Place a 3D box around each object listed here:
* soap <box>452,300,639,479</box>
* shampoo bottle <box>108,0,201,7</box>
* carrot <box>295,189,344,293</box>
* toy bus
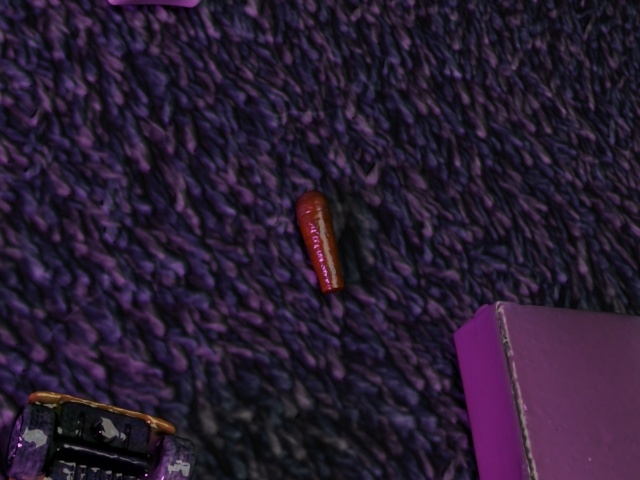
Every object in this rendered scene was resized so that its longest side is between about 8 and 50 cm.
[{"bbox_3d":[0.223,0.187,1.097,0.181,0.081,0.259,6,61,-29],"label":"soap"},{"bbox_3d":[-0.147,-0.244,1.140,0.099,0.043,0.072,-4,67,-33],"label":"shampoo bottle"},{"bbox_3d":[0.000,0.000,1.102,0.032,0.032,0.093,-3,70,-32],"label":"carrot"},{"bbox_3d":[-0.167,0.269,0.794,0.121,0.123,0.336,16,57,-21],"label":"toy bus"}]
